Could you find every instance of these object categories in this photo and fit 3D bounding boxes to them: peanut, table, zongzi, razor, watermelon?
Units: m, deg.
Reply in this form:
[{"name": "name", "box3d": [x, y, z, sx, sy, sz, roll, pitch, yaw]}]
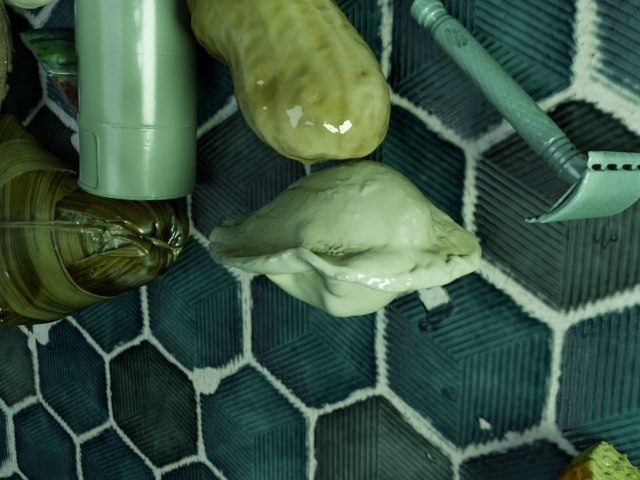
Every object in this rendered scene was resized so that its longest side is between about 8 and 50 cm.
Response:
[{"name": "peanut", "box3d": [-0.038, -0.167, 0.685, 0.253, 0.122, 0.137, 58, 136, 13]}, {"name": "table", "box3d": [-0.189, -0.162, 0.799, 0.126, 0.126, 0.220, 17, 112, 34]}, {"name": "zongzi", "box3d": [-0.299, -0.061, 0.927, 0.286, 0.134, 0.288, -19, 74, 31]}, {"name": "razor", "box3d": [0.143, -0.110, 0.595, 0.232, 0.106, 0.068, 56, 128, 27]}, {"name": "watermelon", "box3d": [-0.287, -0.193, 0.910, 0.187, 0.071, 0.139, 39, 156, 53]}]

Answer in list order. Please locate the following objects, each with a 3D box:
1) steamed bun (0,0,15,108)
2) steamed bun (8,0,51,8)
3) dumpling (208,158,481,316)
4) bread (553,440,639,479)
[{"name": "steamed bun", "box3d": [-0.535, -0.245, 0.971, 0.199, 0.251, 0.301, -15, 77, 56]}, {"name": "steamed bun", "box3d": [-0.304, -0.378, 0.701, 0.280, 0.207, 0.268, -32, 54, 40]}, {"name": "dumpling", "box3d": [0.000, 0.000, 0.660, 0.252, 0.179, 0.131, 15, 115, 33]}, {"name": "bread", "box3d": [0.242, 0.244, 0.597, 0.156, 0.086, 0.125, 32, 121, 28]}]
